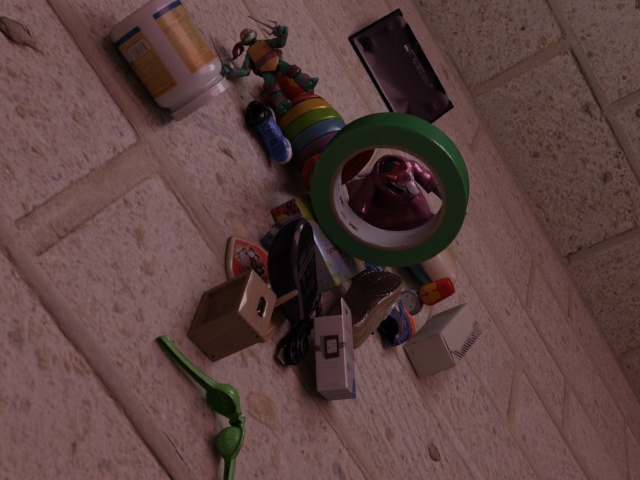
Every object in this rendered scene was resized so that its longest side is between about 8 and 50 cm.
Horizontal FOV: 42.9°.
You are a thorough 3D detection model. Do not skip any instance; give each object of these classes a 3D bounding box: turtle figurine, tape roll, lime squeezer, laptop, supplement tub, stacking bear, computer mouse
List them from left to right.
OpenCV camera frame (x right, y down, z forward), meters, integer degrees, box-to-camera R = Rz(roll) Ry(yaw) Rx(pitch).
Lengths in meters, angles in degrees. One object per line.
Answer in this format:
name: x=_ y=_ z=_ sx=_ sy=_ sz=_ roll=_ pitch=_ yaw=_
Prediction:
supplement tub: x=-0.272 y=-0.334 z=1.493 sx=0.199 sy=0.144 sz=0.144 roll=56 pitch=27 yaw=-16
lime squeezer: x=-0.158 y=0.285 z=1.250 sx=0.110 sy=0.059 sz=0.310 roll=7 pitch=61 yaw=-60
turtle figurine: x=-0.121 y=-0.400 z=1.789 sx=0.234 sy=0.175 sz=0.118 roll=49 pitch=18 yaw=4
computer mouse: x=-0.057 y=0.081 z=1.520 sx=0.188 sy=0.072 sz=0.272 roll=-59 pitch=151 yaw=-55
stacking bear: x=-0.027 y=-0.268 z=1.869 sx=0.176 sy=0.164 sz=0.289 roll=-21 pitch=69 yaw=-20
tape roll: x=0.142 y=-0.100 z=1.676 sx=0.321 sy=0.321 sz=0.077 roll=55 pitch=28 yaw=-17
laptop: x=0.258 y=-0.564 z=2.794 sx=0.408 sy=0.236 sz=0.381 roll=-38 pitch=102 yaw=-34

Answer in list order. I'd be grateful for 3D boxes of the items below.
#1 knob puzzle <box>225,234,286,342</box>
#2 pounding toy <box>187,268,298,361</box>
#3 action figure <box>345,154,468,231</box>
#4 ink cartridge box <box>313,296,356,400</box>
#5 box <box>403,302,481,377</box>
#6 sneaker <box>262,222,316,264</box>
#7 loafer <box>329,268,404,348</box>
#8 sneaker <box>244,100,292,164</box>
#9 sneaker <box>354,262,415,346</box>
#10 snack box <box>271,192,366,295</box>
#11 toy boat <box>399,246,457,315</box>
knob puzzle: x=-0.114 y=0.072 z=1.546 sx=0.213 sy=0.030 sz=0.213 roll=41 pitch=35 yaw=-37
pounding toy: x=-0.127 y=0.121 z=1.367 sx=0.100 sy=0.130 sz=0.141 roll=51 pitch=29 yaw=-25
action figure: x=0.181 y=-0.126 z=1.884 sx=0.370 sy=0.248 sz=0.275 roll=81 pitch=-4 yaw=-70
ink cartridge box: x=0.027 y=0.211 z=1.580 sx=0.104 sy=0.060 sz=0.180 roll=60 pitch=25 yaw=-65
box: x=0.316 y=0.250 z=2.072 sx=0.094 sy=0.113 sz=0.275 roll=65 pitch=28 yaw=-1
sneaker: x=-0.064 y=0.020 z=1.653 sx=0.135 sy=0.058 sz=0.052 roll=42 pitch=19 yaw=-27
loafer: x=0.096 y=0.148 z=1.771 sx=0.268 sy=0.102 sz=0.092 roll=-36 pitch=142 yaw=-49
sneaker: x=-0.118 y=-0.238 z=1.778 sx=0.085 sy=0.058 sz=0.152 roll=21 pitch=44 yaw=-61
sneaker: x=0.145 y=0.150 z=1.892 sx=0.221 sy=0.083 sz=0.087 roll=57 pitch=35 yaw=-5
snack box: x=0.000 y=0.000 z=1.770 sx=0.207 sy=0.070 sz=0.174 roll=65 pitch=26 yaw=0
toy boat: x=0.260 y=0.066 z=2.127 sx=0.267 sy=0.148 sz=0.318 roll=55 pitch=20 yaw=-29
